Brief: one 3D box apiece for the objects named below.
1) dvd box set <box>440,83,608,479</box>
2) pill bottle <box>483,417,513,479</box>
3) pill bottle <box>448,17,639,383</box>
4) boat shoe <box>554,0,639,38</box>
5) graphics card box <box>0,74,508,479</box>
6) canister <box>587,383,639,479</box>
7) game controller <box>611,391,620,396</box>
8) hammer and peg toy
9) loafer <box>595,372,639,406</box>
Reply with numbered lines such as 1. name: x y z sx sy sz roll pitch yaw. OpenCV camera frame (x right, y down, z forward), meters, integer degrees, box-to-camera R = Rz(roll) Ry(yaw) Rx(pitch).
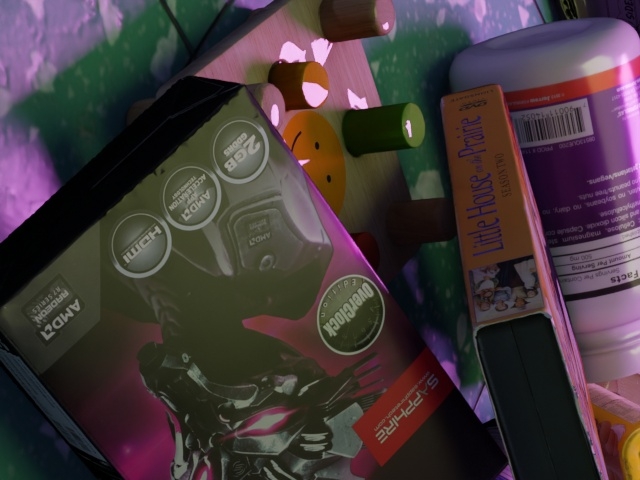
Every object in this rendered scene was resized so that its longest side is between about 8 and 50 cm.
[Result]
1. dvd box set: 0.171 0.090 1.549 0.420 0.062 0.307 -89 161 -65
2. pill bottle: 0.165 0.233 1.744 0.219 0.123 0.122 -41 120 -52
3. pill bottle: 0.237 -0.037 1.833 0.181 0.181 0.323 -32 113 -54
4. boat shoe: 0.290 -0.287 1.997 0.113 0.127 0.340 -58 143 -58
5. graphics card box: -0.052 0.099 1.333 0.233 0.094 0.371 -43 116 -17
6. canister: 0.278 0.203 1.869 0.073 0.170 0.126 -26 111 -18
7. game controller: 0.395 0.197 2.118 0.319 0.067 0.166 35 71 -33
8. hammer and peg toy: 0.000 0.000 1.514 0.266 0.127 0.361 -44 122 -50
9. loafer: 0.304 0.118 1.966 0.268 0.092 0.102 65 4 15
